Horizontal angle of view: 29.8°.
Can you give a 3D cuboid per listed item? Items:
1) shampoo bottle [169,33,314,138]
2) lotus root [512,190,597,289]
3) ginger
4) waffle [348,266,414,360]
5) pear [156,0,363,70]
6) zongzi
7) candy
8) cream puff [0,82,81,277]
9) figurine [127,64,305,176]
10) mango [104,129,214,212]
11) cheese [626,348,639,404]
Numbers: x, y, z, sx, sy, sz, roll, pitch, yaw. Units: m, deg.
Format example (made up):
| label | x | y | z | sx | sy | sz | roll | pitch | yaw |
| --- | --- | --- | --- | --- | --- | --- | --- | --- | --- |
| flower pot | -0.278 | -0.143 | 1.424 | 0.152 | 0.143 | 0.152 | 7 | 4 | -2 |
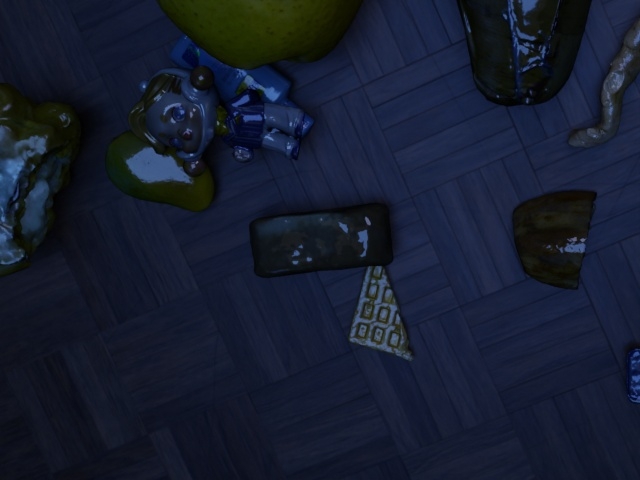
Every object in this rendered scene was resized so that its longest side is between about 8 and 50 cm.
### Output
| label | x | y | z | sx | sy | sz | roll | pitch | yaw |
| --- | --- | --- | --- | --- | --- | --- | --- | --- | --- |
| shampoo bottle | -0.121 | -0.257 | 1.973 | 0.258 | 0.061 | 0.104 | 40 | 108 | 1 |
| lotus root | 0.375 | 0.002 | 1.923 | 0.135 | 0.095 | 0.159 | -1 | 93 | 13 |
| ginger | 0.481 | -0.263 | 1.873 | 0.075 | 0.089 | 0.288 | 39 | 108 | 38 |
| waffle | 0.122 | 0.094 | 2.006 | 0.125 | 0.032 | 0.191 | 17 | 100 | 6 |
| pear | -0.093 | -0.463 | 1.792 | 0.362 | 0.362 | 0.418 | -12 | 101 | 11 |
| zongzi | 0.228 | -0.400 | 1.851 | 0.392 | 0.174 | 0.356 | 15 | 107 | 16 |
| candy | 0.000 | 0.000 | 1.963 | 0.234 | 0.102 | 0.104 | -6 | 89 | 20 |
| cream puff | -0.553 | -0.102 | 1.958 | 0.274 | 0.270 | 0.323 | 20 | 94 | -13 |
| figurine | -0.161 | -0.203 | 1.909 | 0.274 | 0.133 | 0.194 | -7 | 127 | 14 |
| mango | -0.266 | -0.122 | 2.011 | 0.191 | 0.085 | 0.122 | 13 | 90 | -4 |
| cheese | 0.636 | 0.218 | 1.923 | 0.285 | 0.074 | 0.189 | 0 | 97 | 10 |
